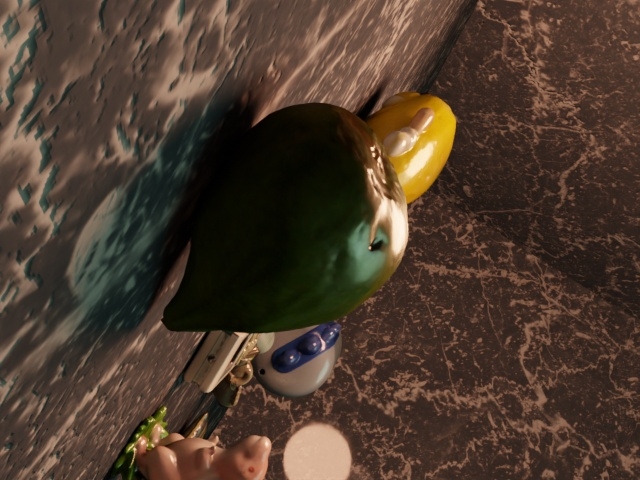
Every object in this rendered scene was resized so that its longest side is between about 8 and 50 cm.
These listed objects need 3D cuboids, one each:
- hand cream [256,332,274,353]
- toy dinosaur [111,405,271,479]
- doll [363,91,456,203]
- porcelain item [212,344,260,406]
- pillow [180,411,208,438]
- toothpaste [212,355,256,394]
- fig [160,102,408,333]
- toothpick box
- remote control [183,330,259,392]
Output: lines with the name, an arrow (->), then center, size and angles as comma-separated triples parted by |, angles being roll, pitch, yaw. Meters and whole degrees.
hand cream -> -0.127, 0.155, 1.495 | 0.109, 0.067, 0.321 | -55, 168, -26
toy dinosaur -> -0.179, 0.318, 1.003 | 0.194, 0.177, 0.152 | -55, 176, -7
doll -> 0.074, -0.093, 1.204 | 0.348, 0.161, 0.423 | -45, -179, 21
porcelain item -> -0.181, 0.280, 1.542 | 0.054, 0.084, 0.213 | -19, 153, -34
pillow -> -0.321, 0.491, 1.593 | 0.208, 0.052, 0.212 | -51, 173, -34
toothpaste -> -0.198, 0.299, 1.760 | 0.193, 0.045, 0.071 | -51, 175, -11
fig -> -0.021, 0.006, 0.566 | 0.234, 0.167, 0.167 | -67, 173, 22
toothpick box -> -0.057, 0.290, 1.966 | 0.263, 0.263, 0.354 | -58, 175, 3
remote control -> -0.135, 0.154, 1.164 | 0.103, 0.055, 0.277 | -59, 177, 9
